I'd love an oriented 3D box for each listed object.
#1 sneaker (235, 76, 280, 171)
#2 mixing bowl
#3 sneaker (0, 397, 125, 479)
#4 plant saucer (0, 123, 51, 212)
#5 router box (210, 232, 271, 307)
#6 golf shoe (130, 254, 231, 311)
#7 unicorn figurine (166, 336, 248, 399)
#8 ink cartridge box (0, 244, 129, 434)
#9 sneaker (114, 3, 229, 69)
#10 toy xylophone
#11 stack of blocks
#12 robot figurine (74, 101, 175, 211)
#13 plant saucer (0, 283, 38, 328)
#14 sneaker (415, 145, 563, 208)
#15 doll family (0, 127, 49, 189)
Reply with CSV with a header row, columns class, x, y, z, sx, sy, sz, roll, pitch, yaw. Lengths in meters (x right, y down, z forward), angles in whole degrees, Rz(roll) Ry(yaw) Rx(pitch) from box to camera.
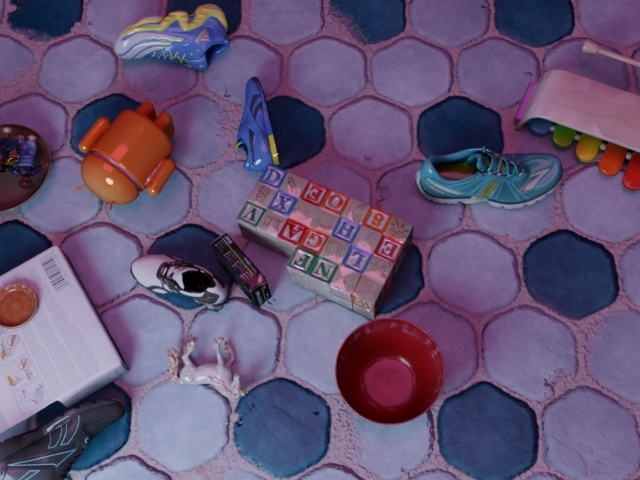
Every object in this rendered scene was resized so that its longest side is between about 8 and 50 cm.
class,x,y,z,sx,sy,sz,roll,pitch,yaw
sneaker,-0.136,-0.230,1.667,0.082,0.069,0.209,-13,66,2
mixing bowl,0.116,0.230,1.435,0.181,0.098,0.181,-1,67,2
sneaker,-0.441,0.350,1.403,0.267,0.101,0.106,-24,80,-28
plant saucer,-0.624,-0.137,1.671,0.199,0.036,0.198,-1,67,2
router box,-0.142,0.055,1.530,0.038,0.092,0.122,-37,70,-13
golf shoe,-0.258,0.060,1.534,0.198,0.094,0.077,16,69,11
unicorn figurine,-0.189,0.226,1.482,0.162,0.060,0.111,-9,66,17
ink cartridge box,-0.511,0.179,1.514,0.239,0.060,0.275,-31,68,-9
sneaker,-0.297,-0.402,1.738,0.240,0.091,0.126,-23,68,-7
toy xylophone,0.553,-0.248,1.627,0.323,0.081,0.236,31,71,15
stack of blocks,0.000,0.000,1.547,0.297,0.087,0.171,24,70,13
robot figurine,-0.370,-0.161,1.618,0.158,0.128,0.219,44,69,-27
plant saucer,-0.543,0.117,1.504,0.084,0.013,0.083,-1,66,2
sneaker,0.316,-0.122,1.571,0.275,0.110,0.107,-5,66,0
doll family,-0.623,-0.150,1.619,0.193,0.076,0.111,-8,62,-3
